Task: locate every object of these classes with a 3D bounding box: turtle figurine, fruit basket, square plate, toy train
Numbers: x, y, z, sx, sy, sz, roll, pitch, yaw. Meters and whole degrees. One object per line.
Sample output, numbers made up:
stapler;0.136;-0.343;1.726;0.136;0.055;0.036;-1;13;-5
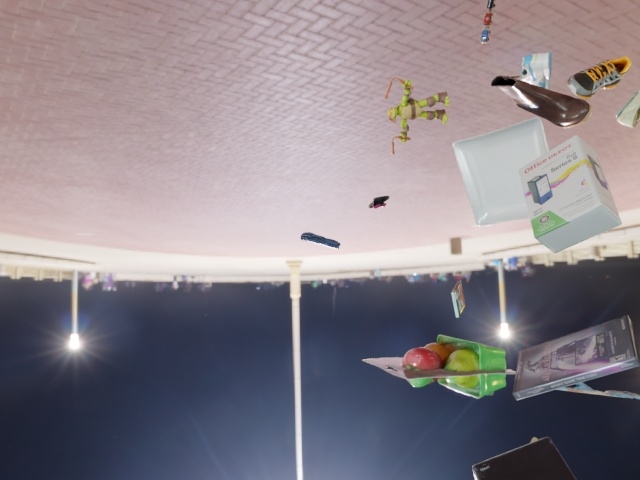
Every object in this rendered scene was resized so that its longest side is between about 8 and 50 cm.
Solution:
turtle figurine;0.320;-0.432;1.717;0.218;0.269;0.087;-5;-148;-1
fruit basket;0.344;0.380;1.479;0.354;0.165;0.327;-5;177;-18
square plate;0.682;-0.239;1.828;0.049;0.343;0.347;-27;-169;-41
toy train;0.568;-0.747;1.705;0.027;0.158;0.036;15;-155;26

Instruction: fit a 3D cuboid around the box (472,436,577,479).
box;0.460;0.619;1.004;0.183;0.294;0.296;-22;-142;3

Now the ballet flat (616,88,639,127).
ballet flat;0.713;-0.319;1.088;0.057;0.052;0.168;-25;149;-30

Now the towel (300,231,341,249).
towel;0.000;0.000;1.588;0.120;0.029;0.067;16;176;-26

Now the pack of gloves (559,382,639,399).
pack of gloves;0.898;0.479;1.635;0.232;0.046;0.195;8;165;-6

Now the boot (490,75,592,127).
boot;0.642;-0.413;1.480;0.207;0.090;0.248;16;-165;-26

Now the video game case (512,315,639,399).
video game case;0.590;0.274;1.179;0.274;0.026;0.196;-30;-176;32

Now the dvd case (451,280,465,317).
dvd case;0.456;0.192;1.662;0.013;0.087;0.119;-8;-169;26

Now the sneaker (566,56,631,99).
sneaker;0.781;-0.464;1.414;0.215;0.084;0.083;-25;164;-22

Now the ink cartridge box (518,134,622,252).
ink cartridge box;0.547;-0.104;1.121;0.093;0.212;0.154;29;138;-27

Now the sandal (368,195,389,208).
sandal;0.244;-0.150;2.084;0.067;0.040;0.179;-6;170;-9

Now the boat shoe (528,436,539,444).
boat shoe;0.704;0.702;1.653;0.049;0.056;0.152;0;-160;38

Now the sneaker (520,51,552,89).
sneaker;0.741;-0.564;1.728;0.092;0.087;0.229;7;163;25
